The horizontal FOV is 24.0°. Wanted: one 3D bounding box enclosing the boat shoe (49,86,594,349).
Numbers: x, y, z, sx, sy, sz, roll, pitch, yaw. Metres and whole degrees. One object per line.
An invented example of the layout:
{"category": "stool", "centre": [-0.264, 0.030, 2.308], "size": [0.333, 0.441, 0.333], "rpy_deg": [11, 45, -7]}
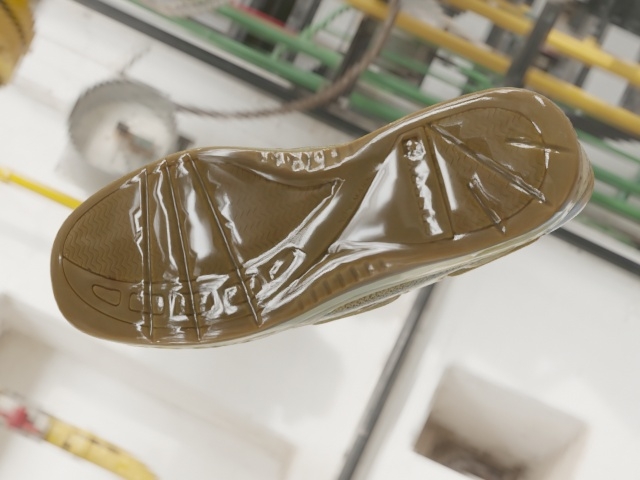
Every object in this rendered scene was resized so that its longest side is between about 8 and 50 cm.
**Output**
{"category": "boat shoe", "centre": [0.000, 0.000, 0.927], "size": [0.110, 0.341, 0.122], "rpy_deg": [29, -128, -69]}
